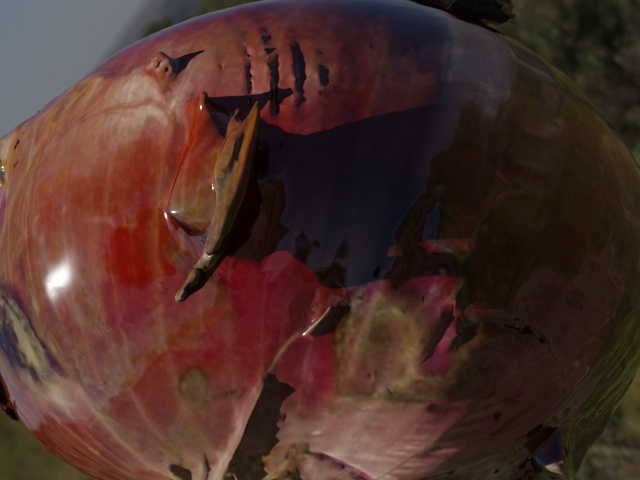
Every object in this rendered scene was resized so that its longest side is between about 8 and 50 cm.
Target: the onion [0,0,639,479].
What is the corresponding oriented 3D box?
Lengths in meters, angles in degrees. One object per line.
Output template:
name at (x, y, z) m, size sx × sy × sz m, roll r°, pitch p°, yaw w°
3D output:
onion at (0.000, 0.022, 0.892) m, size 0.353 × 0.354 × 0.353 m, roll -52°, pitch 8°, yaw 11°
